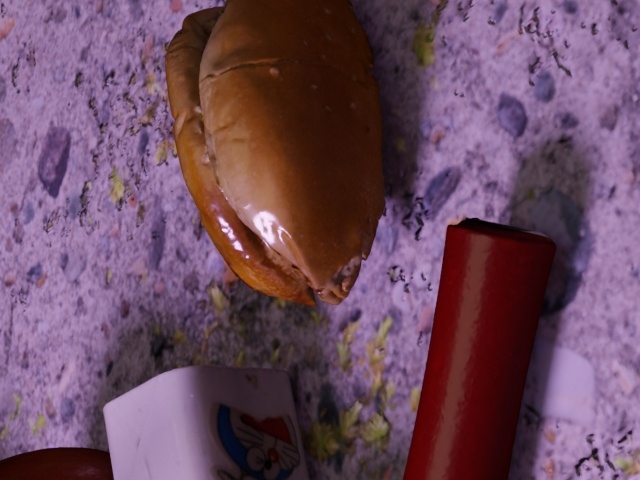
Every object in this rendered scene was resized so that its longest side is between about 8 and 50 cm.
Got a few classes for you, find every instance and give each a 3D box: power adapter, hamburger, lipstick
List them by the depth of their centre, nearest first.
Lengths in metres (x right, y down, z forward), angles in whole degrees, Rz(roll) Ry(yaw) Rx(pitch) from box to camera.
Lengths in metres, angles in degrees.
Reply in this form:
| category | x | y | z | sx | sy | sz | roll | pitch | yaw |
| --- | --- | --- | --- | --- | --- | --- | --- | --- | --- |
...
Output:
| category | x | y | z | sx | sy | sz | roll | pitch | yaw |
| --- | --- | --- | --- | --- | --- | --- | --- | --- | --- |
| lipstick | 0.106 | 0.107 | 1.167 | 0.080 | 0.080 | 0.241 | 14 | 94 | 47 |
| hamburger | -0.036 | -0.089 | 1.280 | 0.144 | 0.156 | 0.283 | -23 | 59 | 28 |
| power adapter | -0.080 | 0.214 | 1.314 | 0.125 | 0.130 | 0.205 | -30 | 64 | 40 |

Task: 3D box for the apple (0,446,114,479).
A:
| category | x | y | z | sx | sy | sz | roll | pitch | yaw |
| --- | --- | --- | --- | --- | --- | --- | --- | --- | --- |
| apple | -0.215 | 0.280 | 1.400 | 0.218 | 0.201 | 0.218 | 3 | 93 | 51 |
